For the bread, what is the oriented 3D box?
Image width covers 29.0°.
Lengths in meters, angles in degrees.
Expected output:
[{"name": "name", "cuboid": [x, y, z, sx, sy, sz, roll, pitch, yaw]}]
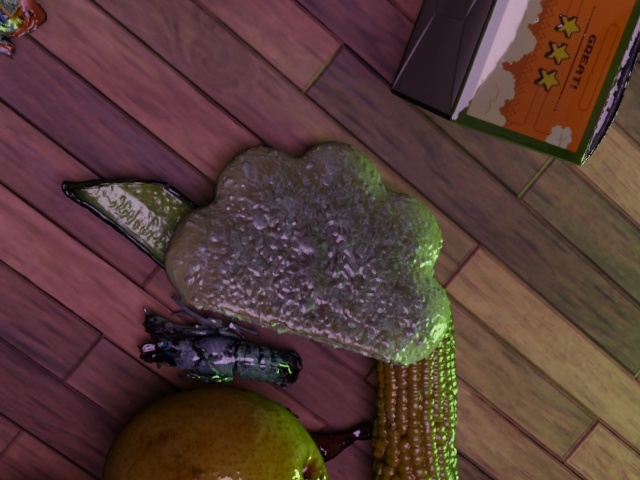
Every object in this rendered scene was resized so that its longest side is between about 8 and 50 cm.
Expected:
[{"name": "bread", "cuboid": [0.000, 0.000, 1.191, 0.287, 0.056, 0.207, 14, 74, -14]}]

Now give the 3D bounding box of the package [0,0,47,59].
[{"name": "package", "cuboid": [-0.306, -0.215, 1.117, 0.111, 0.033, 0.077, 39, 104, -18]}]

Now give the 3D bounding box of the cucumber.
[{"name": "cucumber", "cuboid": [-0.147, -0.012, 1.203, 0.220, 0.046, 0.070, 39, 91, -20]}]

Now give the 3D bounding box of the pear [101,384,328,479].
[{"name": "pear", "cuboid": [-0.094, 0.236, 1.178, 0.209, 0.209, 0.208, -3, 105, -12]}]

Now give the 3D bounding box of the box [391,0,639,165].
[{"name": "box", "cuboid": [0.183, -0.185, 1.152, 0.148, 0.195, 0.177, 18, 99, -16]}]

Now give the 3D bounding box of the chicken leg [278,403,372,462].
[{"name": "chicken leg", "cuboid": [-0.018, 0.208, 1.297, 0.145, 0.037, 0.062, 14, 88, -14]}]

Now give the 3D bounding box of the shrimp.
[{"name": "shrimp", "cuboid": [-0.095, 0.105, 1.232, 0.174, 0.076, 0.082, 14, 79, -16]}]

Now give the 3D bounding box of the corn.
[{"name": "corn", "cuboid": [0.100, 0.199, 1.291, 0.097, 0.097, 0.319, -4, 103, -12]}]
